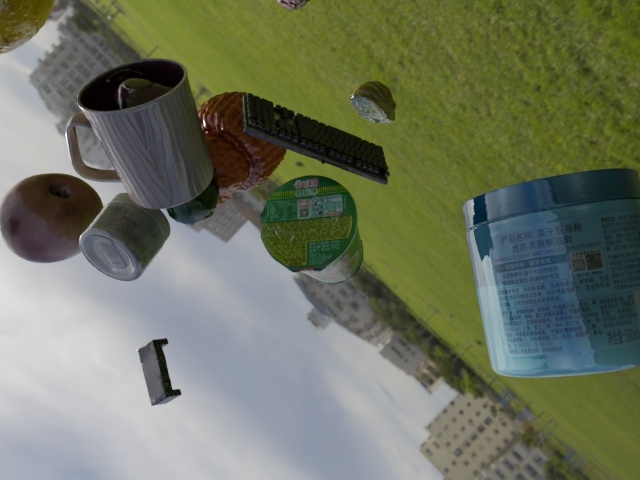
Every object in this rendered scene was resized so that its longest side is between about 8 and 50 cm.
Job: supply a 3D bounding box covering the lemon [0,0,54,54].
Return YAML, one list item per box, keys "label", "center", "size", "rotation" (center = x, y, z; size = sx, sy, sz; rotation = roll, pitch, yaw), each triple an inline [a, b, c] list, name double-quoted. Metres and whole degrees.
- label: "lemon"
  center: [-0.717, -0.557, 1.309]
  size: [0.336, 0.336, 0.336]
  rotation: [44, 180, 0]

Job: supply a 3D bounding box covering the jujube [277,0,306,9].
- label: "jujube"
  center: [-0.060, -0.612, 1.486]
  size: [0.109, 0.112, 0.176]
  rotation: [55, 174, -12]

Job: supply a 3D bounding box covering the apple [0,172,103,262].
- label: "apple"
  center: [-0.829, -0.075, 1.927]
  size: [0.306, 0.235, 0.305]
  rotation: [21, -142, -17]

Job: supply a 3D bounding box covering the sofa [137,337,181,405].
- label: "sofa"
  center: [-0.312, 0.254, 1.209]
  size: [0.039, 0.060, 0.118]
  rotation: [2, -119, -49]

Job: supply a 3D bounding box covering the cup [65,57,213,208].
- label: "cup"
  center: [-0.389, -0.214, 1.336]
  size: [0.208, 0.288, 0.273]
  rotation: [44, 157, 42]

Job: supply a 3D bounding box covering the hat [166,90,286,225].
- label: "hat"
  center: [-0.257, -0.175, 1.619]
  size: [0.285, 0.400, 0.285]
  rotation: [15, 149, 9]

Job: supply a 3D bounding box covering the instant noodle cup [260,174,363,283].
- label: "instant noodle cup"
  center: [0.000, 0.000, 1.344]
  size: [0.207, 0.207, 0.232]
  rotation: [44, 176, 22]

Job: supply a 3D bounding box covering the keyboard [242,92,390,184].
- label: "keyboard"
  center: [-0.001, -0.188, 1.177]
  size: [0.317, 0.027, 0.106]
  rotation: [16, -132, -29]

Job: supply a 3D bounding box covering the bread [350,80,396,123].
- label: "bread"
  center: [0.142, -0.344, 1.552]
  size: [0.083, 0.094, 0.157]
  rotation: [6, 155, 31]

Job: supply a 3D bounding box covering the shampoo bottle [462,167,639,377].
- label: "shampoo bottle"
  center: [0.464, 0.069, 1.195]
  size: [0.331, 0.331, 0.342]
  rotation: [42, -141, -80]

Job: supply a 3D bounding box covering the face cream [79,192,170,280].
- label: "face cream"
  center: [-0.488, -0.007, 1.563]
  size: [0.177, 0.177, 0.153]
  rotation: [44, -136, -19]
